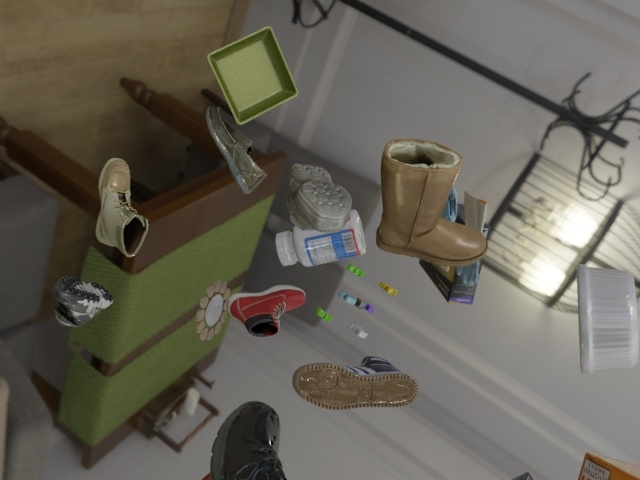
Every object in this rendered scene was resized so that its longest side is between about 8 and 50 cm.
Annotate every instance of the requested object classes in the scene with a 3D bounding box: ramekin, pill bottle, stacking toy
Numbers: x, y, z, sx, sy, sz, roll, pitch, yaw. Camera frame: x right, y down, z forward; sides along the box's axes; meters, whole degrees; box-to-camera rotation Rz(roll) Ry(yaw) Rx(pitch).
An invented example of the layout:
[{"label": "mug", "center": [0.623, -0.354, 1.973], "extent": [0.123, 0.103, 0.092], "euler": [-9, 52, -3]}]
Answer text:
[{"label": "ramekin", "center": [0.695, 0.191, 1.529], "extent": [0.273, 0.127, 0.273], "euler": [-3, 90, -66]}, {"label": "pill bottle", "center": [0.000, 0.000, 1.655], "extent": [0.124, 0.221, 0.124], "euler": [-12, 90, -79]}, {"label": "stacking toy", "center": [0.098, 0.166, 1.739], "extent": [0.221, 0.052, 0.167], "euler": [30, 96, -42]}]

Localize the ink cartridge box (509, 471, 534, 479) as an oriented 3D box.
[{"label": "ink cartridge box", "center": [0.487, 0.841, 1.912], "extent": [0.307, 0.072, 0.303], "euler": [-38, 165, 27]}]

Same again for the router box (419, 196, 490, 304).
[{"label": "router box", "center": [0.395, 0.018, 1.901], "extent": [0.309, 0.080, 0.243], "euler": [-112, -152, -69]}]

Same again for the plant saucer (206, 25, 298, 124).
[{"label": "plant saucer", "center": [-0.175, -0.416, 1.596], "extent": [0.188, 0.045, 0.189], "euler": [-31, 112, -18]}]

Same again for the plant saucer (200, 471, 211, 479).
[{"label": "plant saucer", "center": [-0.219, 0.562, 1.242], "extent": [0.259, 0.047, 0.259], "euler": [-27, 127, -54]}]

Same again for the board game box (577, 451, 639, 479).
[{"label": "board game box", "center": [0.594, 0.575, 0.915], "extent": [0.356, 0.356, 0.357], "euler": [9, -100, 71]}]

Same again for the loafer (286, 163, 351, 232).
[{"label": "loafer", "center": [-0.009, -0.068, 1.267], "extent": [0.319, 0.111, 0.112], "euler": [-112, -149, -69]}]

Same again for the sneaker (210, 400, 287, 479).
[{"label": "sneaker", "center": [-0.074, 0.348, 0.820], "extent": [0.341, 0.139, 0.125], "euler": [-85, 152, -56]}]

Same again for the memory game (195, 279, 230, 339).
[{"label": "memory game", "center": [-0.318, 0.207, 1.866], "extent": [0.186, 0.012, 0.186], "euler": [14, 90, -71]}]

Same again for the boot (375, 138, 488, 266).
[{"label": "boot", "center": [0.218, -0.061, 1.157], "extent": [0.270, 0.236, 0.089], "euler": [93, 1, -55]}]

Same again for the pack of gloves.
[{"label": "pack of gloves", "center": [0.336, -0.021, 1.492], "extent": [0.046, 0.195, 0.232], "euler": [-10, 120, -19]}]

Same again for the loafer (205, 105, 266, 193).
[{"label": "loafer", "center": [-0.221, -0.248, 1.666], "extent": [0.087, 0.251, 0.094], "euler": [-28, -178, 1]}]

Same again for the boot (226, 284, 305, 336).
[{"label": "boot", "center": [-0.120, 0.206, 1.776], "extent": [0.244, 0.176, 0.089], "euler": [-7, 117, -34]}]

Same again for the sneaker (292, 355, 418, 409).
[{"label": "sneaker", "center": [0.067, 0.319, 1.438], "extent": [0.153, 0.282, 0.099], "euler": [-161, -101, -79]}]

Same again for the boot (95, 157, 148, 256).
[{"label": "boot", "center": [-0.461, -0.079, 1.478], "extent": [0.077, 0.165, 0.213], "euler": [3, 101, -40]}]

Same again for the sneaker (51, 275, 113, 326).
[{"label": "sneaker", "center": [-0.509, 0.136, 1.304], "extent": [0.106, 0.078, 0.234], "euler": [-45, 175, -7]}]
